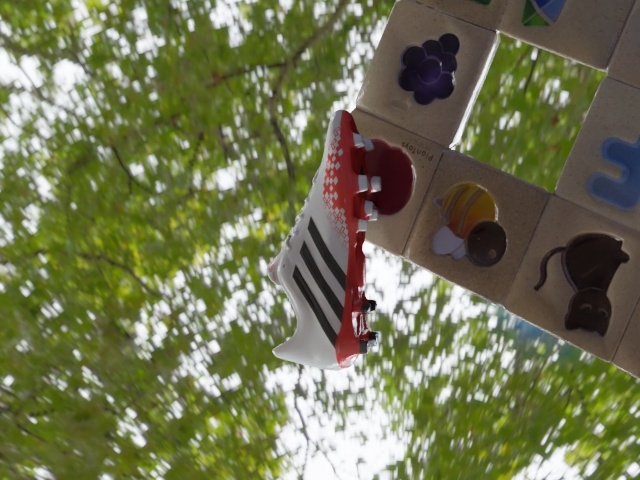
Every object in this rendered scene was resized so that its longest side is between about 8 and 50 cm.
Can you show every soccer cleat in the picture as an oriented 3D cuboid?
[{"bbox_3d":[0.000,0.000,0.445,0.035,0.029,0.083,0,-88,14],"label":"soccer cleat"}]

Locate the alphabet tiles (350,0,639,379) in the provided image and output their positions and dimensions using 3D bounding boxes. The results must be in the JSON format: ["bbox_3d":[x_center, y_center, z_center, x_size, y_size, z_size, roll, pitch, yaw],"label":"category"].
[{"bbox_3d":[0.125,-0.053,0.402,0.237,0.009,0.198,27,-80,31],"label":"alphabet tiles"}]
